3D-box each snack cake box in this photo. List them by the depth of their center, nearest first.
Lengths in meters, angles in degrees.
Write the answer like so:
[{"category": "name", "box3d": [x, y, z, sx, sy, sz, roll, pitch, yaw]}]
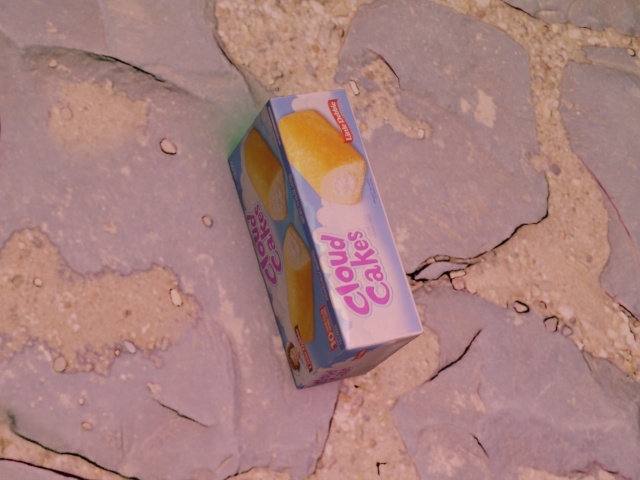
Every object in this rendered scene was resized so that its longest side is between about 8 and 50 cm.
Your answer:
[{"category": "snack cake box", "box3d": [0.000, 0.000, 1.321, 0.089, 0.152, 0.264, -10, 73, -25]}]
